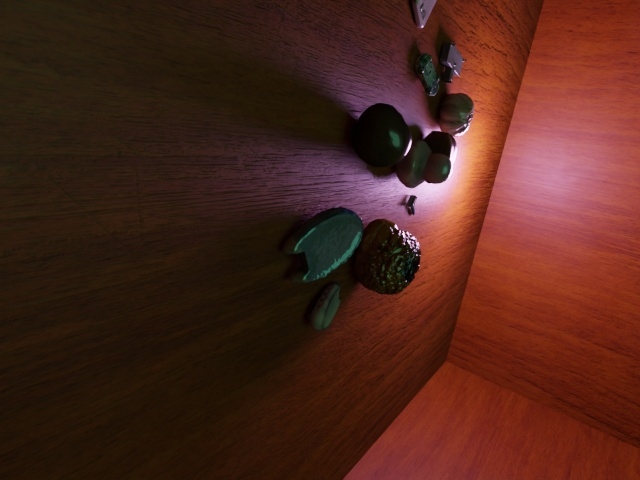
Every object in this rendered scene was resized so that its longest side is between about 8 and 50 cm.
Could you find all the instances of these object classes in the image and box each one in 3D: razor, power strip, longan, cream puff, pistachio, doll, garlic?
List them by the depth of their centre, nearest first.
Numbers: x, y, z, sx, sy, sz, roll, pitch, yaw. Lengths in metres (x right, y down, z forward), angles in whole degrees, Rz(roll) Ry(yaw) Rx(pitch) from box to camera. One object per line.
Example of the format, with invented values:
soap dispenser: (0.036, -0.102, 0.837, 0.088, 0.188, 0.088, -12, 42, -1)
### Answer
longan: (0.207, -0.357, 1.454, 0.197, 0.196, 0.220, -54, 129, -25)
cream puff: (0.300, 0.075, 1.799, 0.327, 0.231, 0.343, -37, 136, -37)
doll: (0.455, -0.320, 1.831, 0.250, 0.221, 0.221, -2, 108, -45)
power strip: (0.608, -0.809, 1.955, 0.215, 0.061, 0.145, -2, 107, -56)
pistachio: (0.550, -0.384, 1.985, 0.213, 0.162, 0.261, -97, -173, -61)
garlic: (0.673, -0.615, 2.077, 0.227, 0.152, 0.228, -23, 118, -52)
razor: (0.461, -0.164, 2.107, 0.068, 0.040, 0.135, -61, 152, -15)

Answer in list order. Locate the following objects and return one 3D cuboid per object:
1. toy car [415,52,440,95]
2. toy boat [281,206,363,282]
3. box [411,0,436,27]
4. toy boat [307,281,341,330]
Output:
toy car: (0.443, -0.689, 1.766, 0.093, 0.058, 0.186, -59, 135, -18)
toy boat: (0.000, 0.000, 1.432, 0.329, 0.123, 0.215, -36, 127, -28)
box: (0.419, -0.962, 1.593, 0.285, 0.044, 0.142, -65, 151, -10)
toy boat: (0.015, 0.253, 1.618, 0.134, 0.078, 0.208, 89, 25, -43)
